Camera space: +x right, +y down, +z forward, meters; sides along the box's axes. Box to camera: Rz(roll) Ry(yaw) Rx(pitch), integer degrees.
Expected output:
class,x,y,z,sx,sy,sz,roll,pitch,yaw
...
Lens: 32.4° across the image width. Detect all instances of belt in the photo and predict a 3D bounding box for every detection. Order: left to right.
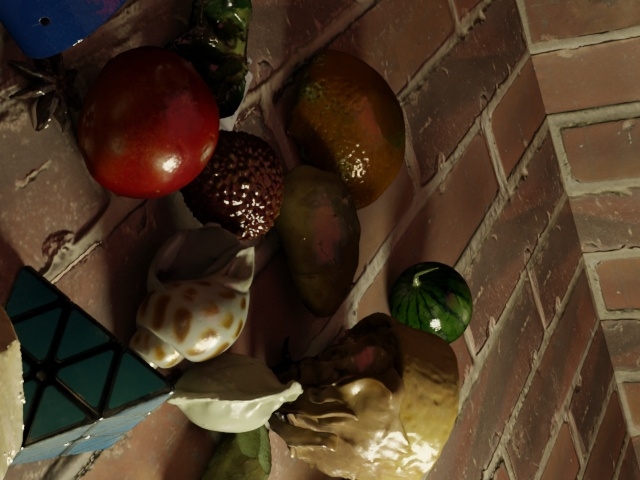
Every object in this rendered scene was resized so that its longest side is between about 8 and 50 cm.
class,x,y,z,sx,sy,sz,roll,pitch,yaw
belt,-0.337,-0.404,1.546,0.117,0.212,0.347,56,44,-37

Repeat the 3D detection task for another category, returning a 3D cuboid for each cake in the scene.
class,x,y,z,sx,sy,sz,roll,pitch,yaw
cake,0.049,0.279,2.038,0.321,0.332,0.332,20,64,-24

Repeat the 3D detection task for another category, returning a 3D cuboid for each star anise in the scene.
class,x,y,z,sx,sy,sz,roll,pitch,yaw
star anise,-0.388,-0.220,1.594,0.141,0.042,0.141,11,77,-58

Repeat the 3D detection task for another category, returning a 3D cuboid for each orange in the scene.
class,x,y,z,sx,sy,sz,roll,pitch,yaw
orange,0.069,-0.235,2.262,0.335,0.196,0.262,67,21,-15

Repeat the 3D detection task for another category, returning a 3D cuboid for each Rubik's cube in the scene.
class,x,y,z,sx,sy,sz,roll,pitch,yaw
Rubik's cube,-0.346,0.204,1.491,0.233,0.228,0.229,-63,-164,13

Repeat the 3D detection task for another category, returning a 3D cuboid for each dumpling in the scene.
class,x,y,z,sx,sy,sz,roll,pitch,yaw
dumpling,-0.133,0.249,1.804,0.252,0.179,0.132,20,73,-58

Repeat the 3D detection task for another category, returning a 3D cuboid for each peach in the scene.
class,x,y,z,sx,sy,sz,roll,pitch,yaw
peach,-0.251,-0.180,1.630,0.199,0.243,0.244,12,73,-28

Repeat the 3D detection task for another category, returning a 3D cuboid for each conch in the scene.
class,x,y,z,sx,sy,sz,roll,pitch,yaw
conch,-0.209,0.108,1.740,0.275,0.182,0.149,-42,162,-41

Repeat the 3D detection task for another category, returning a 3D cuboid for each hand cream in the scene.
class,x,y,z,sx,sy,sz,roll,pitch,yaw
hand cream,-0.163,-0.271,1.986,0.084,0.053,0.142,40,67,-49

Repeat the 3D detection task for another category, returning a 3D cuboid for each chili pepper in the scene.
class,x,y,z,sx,sy,sz,roll,pitch,yaw
chili pepper,-0.190,-0.324,1.896,0.148,0.116,0.265,44,48,-63

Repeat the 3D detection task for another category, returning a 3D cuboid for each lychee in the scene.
class,x,y,z,sx,sy,sz,roll,pitch,yaw
lychee,-0.147,-0.086,1.839,0.188,0.188,0.188,16,72,-58

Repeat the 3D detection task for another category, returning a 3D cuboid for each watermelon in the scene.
class,x,y,z,sx,sy,sz,roll,pitch,yaw
watermelon,0.241,0.137,2.450,0.215,0.188,0.188,46,48,-48

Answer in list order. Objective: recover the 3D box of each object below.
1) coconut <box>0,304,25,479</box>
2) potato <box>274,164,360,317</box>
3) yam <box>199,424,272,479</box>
class,x,y,z,sx,sy,sz,roll,pitch,yaw
coconut,-0.473,0.179,1.036,0.415,0.344,0.416,13,90,-90
potato,0.000,0.000,2.116,0.191,0.141,0.296,-15,100,-56
yam,-0.141,0.389,1.851,0.106,0.106,0.259,63,38,-31
